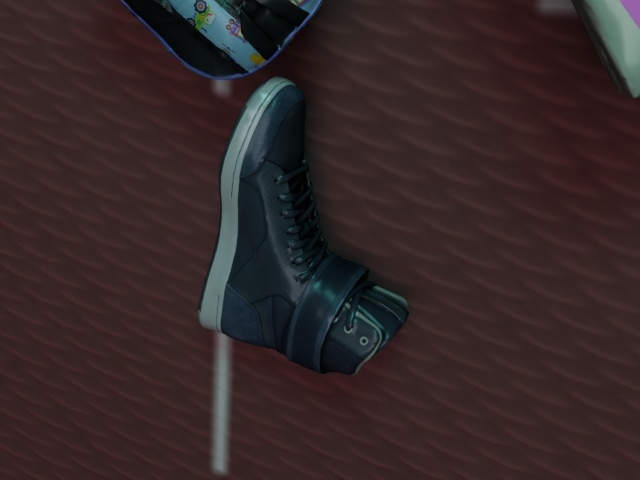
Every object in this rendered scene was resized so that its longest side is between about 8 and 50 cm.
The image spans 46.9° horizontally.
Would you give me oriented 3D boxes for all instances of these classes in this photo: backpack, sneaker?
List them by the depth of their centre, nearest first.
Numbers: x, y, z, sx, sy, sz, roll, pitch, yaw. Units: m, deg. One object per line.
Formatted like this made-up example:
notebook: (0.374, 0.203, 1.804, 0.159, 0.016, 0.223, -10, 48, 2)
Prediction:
backpack: (-0.069, -0.207, 0.524, 0.173, 0.117, 0.158, 46, 110, 0)
sneaker: (0.001, 0.000, 0.569, 0.164, 0.086, 0.226, 23, 119, 20)

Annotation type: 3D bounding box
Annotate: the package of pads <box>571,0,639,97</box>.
package of pads: (0.203, -0.258, 0.382, 0.229, 0.101, 0.296, -28, 95, 20)
